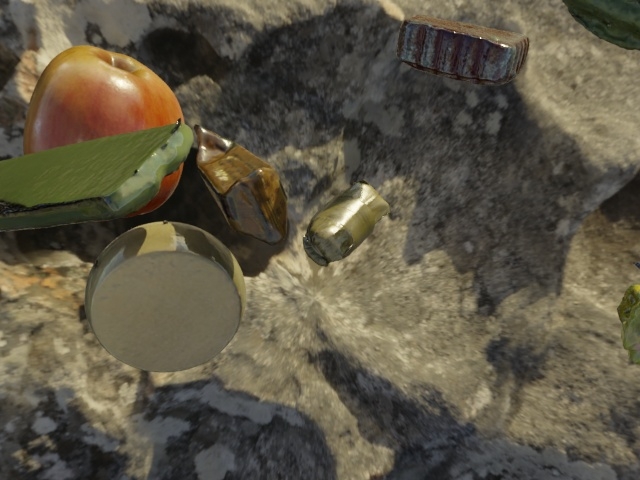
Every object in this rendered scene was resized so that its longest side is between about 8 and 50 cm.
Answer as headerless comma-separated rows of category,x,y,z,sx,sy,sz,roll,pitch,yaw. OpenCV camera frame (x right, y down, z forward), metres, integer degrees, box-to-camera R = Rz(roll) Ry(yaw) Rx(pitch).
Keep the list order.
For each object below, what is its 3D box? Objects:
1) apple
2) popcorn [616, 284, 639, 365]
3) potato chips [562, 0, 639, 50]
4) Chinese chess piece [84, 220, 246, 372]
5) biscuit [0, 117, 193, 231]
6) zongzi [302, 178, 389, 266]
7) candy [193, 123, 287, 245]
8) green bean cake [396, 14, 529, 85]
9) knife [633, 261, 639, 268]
apple,-0.319,-0.160,1.195,0.242,0.242,0.241,12,113,0
popcorn,0.432,0.112,0.955,0.145,0.126,0.125,15,108,-4
potato chips,0.421,-0.337,0.925,0.070,0.358,0.429,-44,59,-9
Chinese chess piece,-0.259,0.096,1.345,0.273,0.102,0.273,-5,120,-10
biscuit,-0.226,-0.042,0.651,0.099,0.322,0.038,-53,124,-35
zongzi,0.000,0.000,1.159,0.078,0.176,0.160,53,45,-4
candy,-0.142,-0.102,1.312,0.101,0.271,0.143,-28,124,-14
green bean cake,0.273,-0.366,1.540,0.233,0.198,0.097,17,114,15
knife,0.672,0.075,1.583,0.121,0.031,0.018,47,119,37
